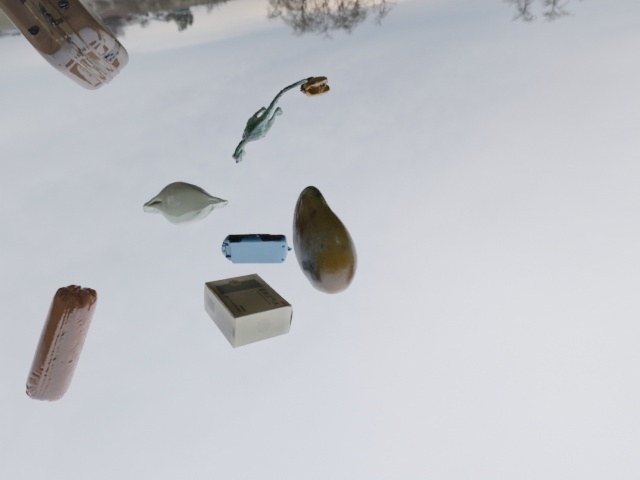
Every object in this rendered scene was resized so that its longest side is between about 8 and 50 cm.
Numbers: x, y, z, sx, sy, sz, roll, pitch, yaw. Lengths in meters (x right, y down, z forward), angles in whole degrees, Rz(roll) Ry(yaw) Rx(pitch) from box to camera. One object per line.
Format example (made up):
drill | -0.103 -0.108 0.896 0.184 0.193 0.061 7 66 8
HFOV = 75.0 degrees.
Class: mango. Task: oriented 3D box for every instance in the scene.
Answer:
mango | 0.000 0.000 1.190 0.146 0.316 0.192 -14 171 -42

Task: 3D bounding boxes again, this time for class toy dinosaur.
toy dinosaur | -0.147 -0.360 1.175 0.383 0.076 0.129 -43 -158 45

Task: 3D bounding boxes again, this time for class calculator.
calculator | -0.264 0.035 1.737 0.293 0.173 0.051 0 -130 -7

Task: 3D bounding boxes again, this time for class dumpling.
dumpling | -0.396 -0.110 1.274 0.252 0.132 0.179 -9 175 6

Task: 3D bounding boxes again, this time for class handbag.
handbag | -0.592 -0.498 0.980 0.149 0.302 0.283 -43 174 -3

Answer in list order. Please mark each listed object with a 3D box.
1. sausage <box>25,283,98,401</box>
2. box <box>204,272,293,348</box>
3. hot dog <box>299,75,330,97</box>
sausage | -0.551 0.222 0.886 0.086 0.289 0.086 24 -164 -8
box | -0.200 0.182 1.133 0.168 0.095 0.212 -6 -157 -35
hot dog | -0.017 -0.430 1.166 0.041 0.056 0.133 2 -155 32
